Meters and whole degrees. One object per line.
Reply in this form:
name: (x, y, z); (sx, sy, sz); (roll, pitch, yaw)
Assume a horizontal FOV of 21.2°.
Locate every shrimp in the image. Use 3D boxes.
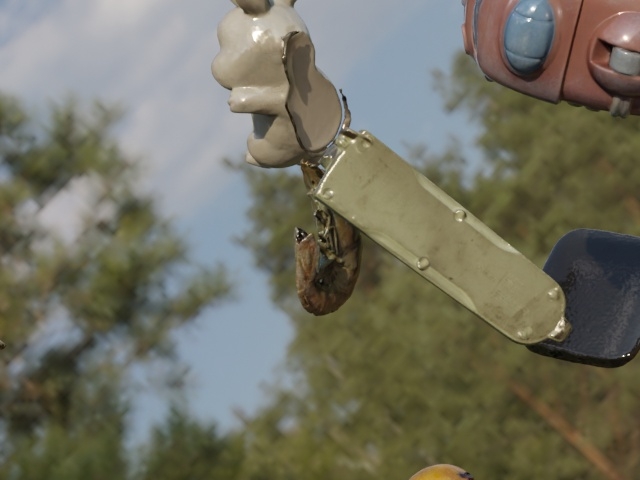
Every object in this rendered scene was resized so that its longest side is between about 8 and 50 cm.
shrimp: (0.000, 0.000, 2.031); (0.126, 0.047, 0.223); (-53, -38, -33)

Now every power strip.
power strip: (0.118, 0.002, 1.615); (0.080, 0.286, 0.048); (-53, -2, -1)

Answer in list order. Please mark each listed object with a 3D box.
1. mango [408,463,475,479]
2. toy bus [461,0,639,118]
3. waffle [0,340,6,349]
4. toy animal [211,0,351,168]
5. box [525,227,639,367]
mango: (0.156, 0.447, 2.481); (0.109, 0.157, 0.262); (6, -69, -57)
toy bus: (0.284, -0.229, 1.797); (0.232, 0.294, 0.197); (-55, -20, -64)
waffle: (-0.414, 0.126, 1.930); (0.023, 0.152, 0.097); (32, -92, -43)
toy animal: (-0.061, -0.253, 2.435); (0.208, 0.154, 0.325); (-19, -66, -48)
box: (0.368, 0.075, 2.280); (0.042, 0.212, 0.201); (46, -115, -36)
